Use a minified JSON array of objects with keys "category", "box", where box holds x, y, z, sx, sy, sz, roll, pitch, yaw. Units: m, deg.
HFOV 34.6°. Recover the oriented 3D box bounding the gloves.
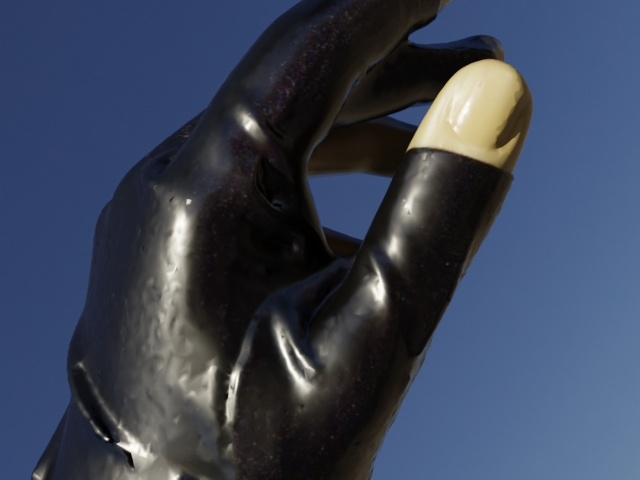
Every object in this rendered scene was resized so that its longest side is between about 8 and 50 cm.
[{"category":"gloves","box":[-0.007,0.000,0.436,0.152,0.197,0.301,46,-112,-26]}]
